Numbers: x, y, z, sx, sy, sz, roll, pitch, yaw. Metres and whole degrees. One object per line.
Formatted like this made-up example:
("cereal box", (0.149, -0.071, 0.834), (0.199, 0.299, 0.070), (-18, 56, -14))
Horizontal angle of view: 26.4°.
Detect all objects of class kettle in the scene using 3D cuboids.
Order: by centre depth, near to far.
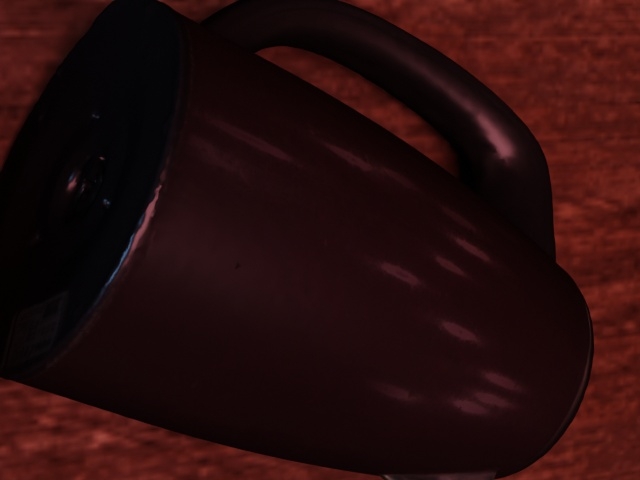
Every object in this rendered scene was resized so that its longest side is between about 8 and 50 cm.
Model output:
("kettle", (0.000, 0.000, 0.551), (0.232, 0.144, 0.202), (25, 57, -32))
